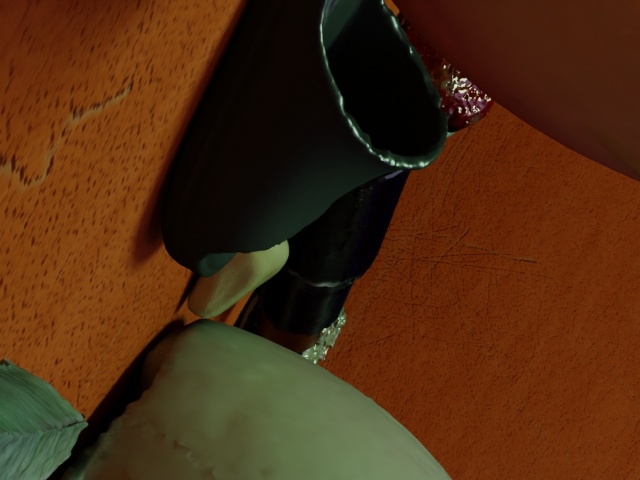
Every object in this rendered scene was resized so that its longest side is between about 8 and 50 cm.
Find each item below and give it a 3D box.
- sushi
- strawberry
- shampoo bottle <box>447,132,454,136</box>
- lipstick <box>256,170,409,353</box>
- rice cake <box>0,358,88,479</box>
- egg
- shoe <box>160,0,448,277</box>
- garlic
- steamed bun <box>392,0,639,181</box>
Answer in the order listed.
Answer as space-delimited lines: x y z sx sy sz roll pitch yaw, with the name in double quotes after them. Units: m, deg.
-0.027 0.079 1.357 0.090 0.078 0.150 -60 177 0 "sushi"
0.092 -0.132 1.185 0.106 0.106 0.106 -59 176 -6 "strawberry"
0.151 -0.243 1.231 0.134 0.078 0.359 -61 178 -47 "shampoo bottle"
0.000 0.000 1.067 0.081 0.081 0.299 -58 174 -30 "lipstick"
-0.101 0.055 0.436 0.034 0.043 0.211 -52 176 -3 "rice cake"
-0.022 0.269 0.924 0.354 0.340 0.354 -58 177 -5 "egg"
0.013 -0.066 0.654 0.241 0.093 0.108 -64 176 35 "shoe"
-0.045 0.012 0.894 0.083 0.041 0.053 -53 177 41 "garlic"
0.132 -0.132 0.426 0.309 0.309 0.309 -59 176 -6 "steamed bun"
